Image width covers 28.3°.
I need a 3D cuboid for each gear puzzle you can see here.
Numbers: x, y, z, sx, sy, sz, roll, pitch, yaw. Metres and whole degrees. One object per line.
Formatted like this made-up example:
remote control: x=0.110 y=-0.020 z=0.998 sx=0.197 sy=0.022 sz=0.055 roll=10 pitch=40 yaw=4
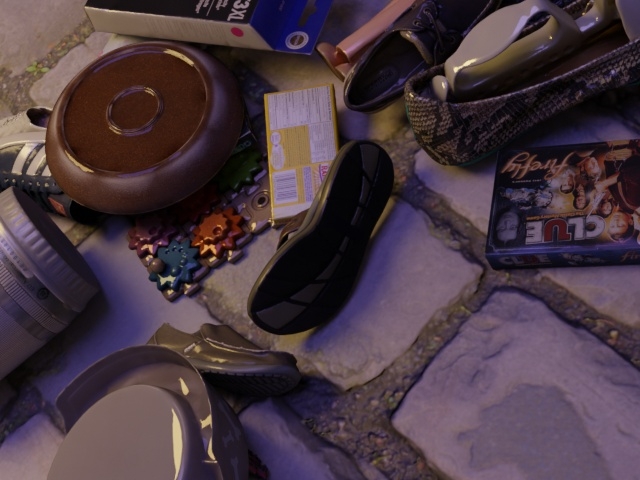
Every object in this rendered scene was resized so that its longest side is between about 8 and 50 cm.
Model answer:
gear puzzle: x=-0.131 y=-0.065 z=1.860 sx=0.339 sy=0.044 sz=0.175 roll=-38 pitch=51 yaw=0

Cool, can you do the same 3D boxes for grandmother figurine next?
grandmother figurine: x=0.161 y=-0.351 z=1.867 sx=0.342 sy=0.104 sz=0.208 roll=-41 pitch=59 yaw=0

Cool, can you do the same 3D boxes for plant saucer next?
plant saucer: x=-0.270 y=-0.183 z=1.882 sx=0.310 sy=0.050 sz=0.311 roll=-6 pitch=59 yaw=10

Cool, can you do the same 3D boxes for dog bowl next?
dog bowl: x=-0.237 y=0.310 z=1.595 sx=0.348 sy=0.102 sz=0.349 roll=-23 pitch=50 yaw=30

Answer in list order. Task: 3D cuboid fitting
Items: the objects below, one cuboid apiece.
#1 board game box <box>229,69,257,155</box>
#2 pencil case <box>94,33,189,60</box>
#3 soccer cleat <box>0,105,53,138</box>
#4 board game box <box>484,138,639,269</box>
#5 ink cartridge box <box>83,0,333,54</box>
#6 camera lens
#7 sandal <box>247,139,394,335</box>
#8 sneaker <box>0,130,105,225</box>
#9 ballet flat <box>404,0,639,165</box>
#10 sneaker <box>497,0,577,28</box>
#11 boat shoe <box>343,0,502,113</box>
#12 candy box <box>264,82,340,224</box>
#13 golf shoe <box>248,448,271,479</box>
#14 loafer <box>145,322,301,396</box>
board game box: x=-0.170 y=-0.179 z=1.940 sx=0.126 sy=0.026 sz=0.186 roll=-28 pitch=39 yaw=8
pencil case: x=-0.281 y=-0.307 z=2.049 sx=0.273 sy=0.124 sz=0.113 roll=-60 pitch=13 yaw=-18
soccer cleat: x=-0.482 y=-0.192 z=2.097 sx=0.196 sy=0.076 sz=0.068 roll=1 pitch=60 yaw=27
board game box: x=0.339 y=-0.047 z=1.615 sx=0.243 sy=0.042 sz=0.165 roll=-3 pitch=59 yaw=25
ink cartridge box: x=-0.163 y=-0.384 z=1.945 sx=0.371 sy=0.069 sz=0.176 roll=10 pitch=60 yaw=18
camera lens: x=-0.487 y=0.082 z=1.830 sx=0.274 sy=0.219 sz=0.219 roll=-39 pitch=51 yaw=-1
sandal: x=0.002 y=0.000 z=1.727 sx=0.086 sy=0.120 sz=0.303 roll=0 pitch=53 yaw=59
sneaker: x=-0.410 y=-0.084 z=1.956 sx=0.350 sy=0.131 sz=0.148 roll=-13 pitch=50 yaw=18
ballet flat: x=0.330 y=-0.261 z=1.666 sx=0.483 sy=0.182 sz=0.164 roll=-26 pitch=44 yaw=9
sneaker: x=0.327 y=-0.332 z=1.786 sx=0.234 sy=0.097 sz=0.084 roll=-23 pitch=89 yaw=15
boat shoe: x=0.141 y=-0.274 z=1.746 sx=0.285 sy=0.103 sz=0.092 roll=-39 pitch=9 yaw=18
candy box: x=-0.023 y=-0.126 z=1.823 sx=0.105 sy=0.027 sz=0.206 roll=-7 pitch=67 yaw=6
golf shoe: x=-0.083 y=0.329 z=1.572 sx=0.086 sy=0.067 sz=0.186 roll=-51 pitch=42 yaw=0
loafer: x=-0.136 y=0.148 z=1.693 sx=0.251 sy=0.094 sz=0.087 roll=4 pitch=66 yaw=29
